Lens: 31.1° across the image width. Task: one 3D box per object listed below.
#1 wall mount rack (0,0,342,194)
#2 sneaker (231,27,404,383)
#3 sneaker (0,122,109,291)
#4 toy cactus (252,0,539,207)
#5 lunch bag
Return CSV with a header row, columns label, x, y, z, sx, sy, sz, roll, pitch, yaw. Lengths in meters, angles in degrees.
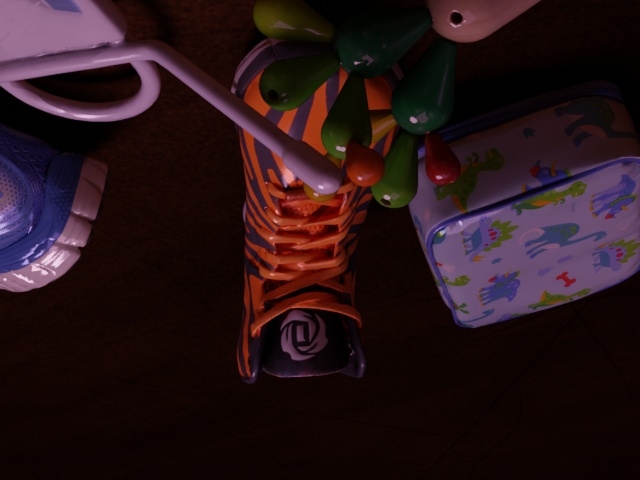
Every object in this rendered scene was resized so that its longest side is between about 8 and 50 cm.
label,x,y,z,sx,sy,sz,roll,pitch,yaw
wall mount rack,-0.161,-0.116,0.599,0.304,0.130,0.350,-4,153,23
sneaker,0.000,0.000,0.815,0.125,0.180,0.321,-1,153,-1
sneaker,-0.311,-0.013,0.875,0.330,0.129,0.147,-27,131,35
toy cactus,0.049,-0.121,0.642,0.181,0.112,0.219,-26,113,-9
lunch bag,0.160,-0.020,0.862,0.176,0.090,0.219,-19,152,6
